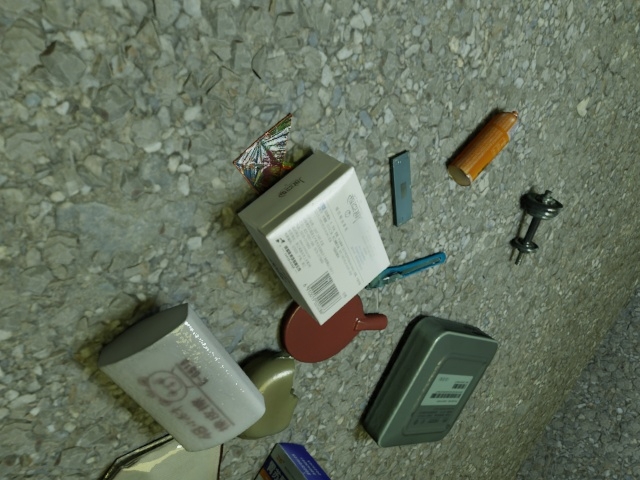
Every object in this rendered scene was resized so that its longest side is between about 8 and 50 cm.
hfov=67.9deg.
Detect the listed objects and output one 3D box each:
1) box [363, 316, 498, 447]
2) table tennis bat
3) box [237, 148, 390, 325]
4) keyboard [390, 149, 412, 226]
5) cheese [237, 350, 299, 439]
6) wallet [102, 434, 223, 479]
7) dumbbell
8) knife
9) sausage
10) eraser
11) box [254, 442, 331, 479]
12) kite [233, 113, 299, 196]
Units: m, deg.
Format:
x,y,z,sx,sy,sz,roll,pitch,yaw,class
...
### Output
x,y,z,sx,sy,sz,roll,pitch,yaw,class
0.343,0.436,1.434,0.396,0.111,0.396,18,102,-43,box
0.041,0.196,1.120,0.310,0.038,0.200,6,108,-40,table tennis bat
-0.001,-0.001,0.927,0.203,0.116,0.274,-41,134,-13,box
0.187,-0.116,1.092,0.055,0.014,0.176,-28,127,-26,keyboard
-0.119,0.332,1.026,0.175,0.091,0.202,8,107,-42,cheese
-0.317,0.543,0.999,0.275,0.068,0.335,-6,109,-41,wallet
0.645,-0.034,1.448,0.110,0.110,0.254,-10,125,-35,dumbbell
0.219,0.073,1.207,0.297,0.026,0.044,-16,109,-32,knife
0.413,-0.237,1.172,0.234,0.071,0.071,-46,133,-10,sausage
-0.238,0.254,0.853,0.174,0.094,0.270,-27,122,3,eraser
-0.095,0.680,1.147,0.106,0.200,0.299,33,90,-45,box
-0.085,-0.137,0.867,0.159,0.010,0.190,-6,116,-37,kite
